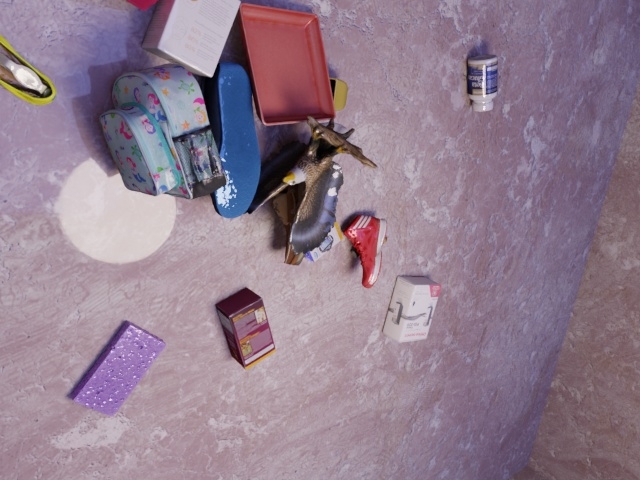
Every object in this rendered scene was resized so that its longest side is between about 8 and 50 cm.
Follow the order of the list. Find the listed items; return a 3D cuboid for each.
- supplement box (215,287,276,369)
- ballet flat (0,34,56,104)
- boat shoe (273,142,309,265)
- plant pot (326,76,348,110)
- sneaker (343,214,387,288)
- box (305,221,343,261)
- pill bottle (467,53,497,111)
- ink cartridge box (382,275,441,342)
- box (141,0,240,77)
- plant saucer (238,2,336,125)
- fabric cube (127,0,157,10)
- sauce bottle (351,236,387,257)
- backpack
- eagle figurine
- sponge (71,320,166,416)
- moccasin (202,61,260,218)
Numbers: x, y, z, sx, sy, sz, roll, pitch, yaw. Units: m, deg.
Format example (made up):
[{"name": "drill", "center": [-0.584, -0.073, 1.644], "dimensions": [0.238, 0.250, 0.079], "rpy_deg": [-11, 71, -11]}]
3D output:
[{"name": "supplement box", "center": [-0.199, 0.238, 1.399], "dimensions": [0.104, 0.081, 0.188], "rpy_deg": [-28, 124, -29]}, {"name": "ballet flat", "center": [-0.554, -0.314, 0.879], "dimensions": [0.231, 0.077, 0.077], "rpy_deg": [39, 81, -42]}, {"name": "boat shoe", "center": [-0.064, -0.099, 1.369], "dimensions": [0.120, 0.122, 0.323], "rpy_deg": [12, 96, -4]}, {"name": "plant pot", "center": [0.028, -0.381, 1.352], "dimensions": [0.083, 0.082, 0.081], "rpy_deg": [-14, 116, -52]}, {"name": "sneaker", "center": [0.119, 0.028, 1.571], "dimensions": [0.128, 0.087, 0.221], "rpy_deg": [14, 76, -13]}, {"name": "box", "center": [0.000, 0.000, 1.513], "dimensions": [0.136, 0.028, 0.081], "rpy_deg": [-38, 128, -20]}, {"name": "pill bottle", "center": [0.538, -0.520, 1.718], "dimensions": [0.094, 0.094, 0.169], "rpy_deg": [-28, 123, -30]}, {"name": "ink cartridge box", "center": [0.325, 0.244, 1.844], "dimensions": [0.159, 0.092, 0.217], "rpy_deg": [4, 106, -41]}, {"name": "box", "center": [-0.265, -0.445, 1.064], "dimensions": [0.130, 0.091, 0.170], "rpy_deg": [19, 94, -43]}, {"name": "plant saucer", "center": [-0.080, -0.400, 1.207], "dimensions": [0.259, 0.048, 0.258], "rpy_deg": [-19, 102, -47]}, {"name": "fabric cube", "center": [-0.314, -0.571, 0.833], "dimensions": [0.254, 0.258, 0.259], "rpy_deg": [27, 88, -32]}, {"name": "sauce bottle", "center": [0.154, 0.016, 1.641], "dimensions": [0.128, 0.042, 0.042], "rpy_deg": [-31, 125, -23]}, {"name": "backpack", "center": [-0.315, -0.213, 1.027], "dimensions": [0.191, 0.225, 0.253], "rpy_deg": [-24, 116, -37]}, {"name": "eagle figurine", "center": [-0.042, -0.147, 1.235], "dimensions": [0.225, 0.226, 0.298], "rpy_deg": [5, 134, -36]}, {"name": "sponge", "center": [-0.474, 0.305, 1.226], "dimensions": [0.210, 0.031, 0.117], "rpy_deg": [-54, 132, -9]}, {"name": "moccasin", "center": [-0.209, -0.225, 1.186], "dimensions": [0.138, 0.117, 0.341], "rpy_deg": [-6, 107, -40]}]
